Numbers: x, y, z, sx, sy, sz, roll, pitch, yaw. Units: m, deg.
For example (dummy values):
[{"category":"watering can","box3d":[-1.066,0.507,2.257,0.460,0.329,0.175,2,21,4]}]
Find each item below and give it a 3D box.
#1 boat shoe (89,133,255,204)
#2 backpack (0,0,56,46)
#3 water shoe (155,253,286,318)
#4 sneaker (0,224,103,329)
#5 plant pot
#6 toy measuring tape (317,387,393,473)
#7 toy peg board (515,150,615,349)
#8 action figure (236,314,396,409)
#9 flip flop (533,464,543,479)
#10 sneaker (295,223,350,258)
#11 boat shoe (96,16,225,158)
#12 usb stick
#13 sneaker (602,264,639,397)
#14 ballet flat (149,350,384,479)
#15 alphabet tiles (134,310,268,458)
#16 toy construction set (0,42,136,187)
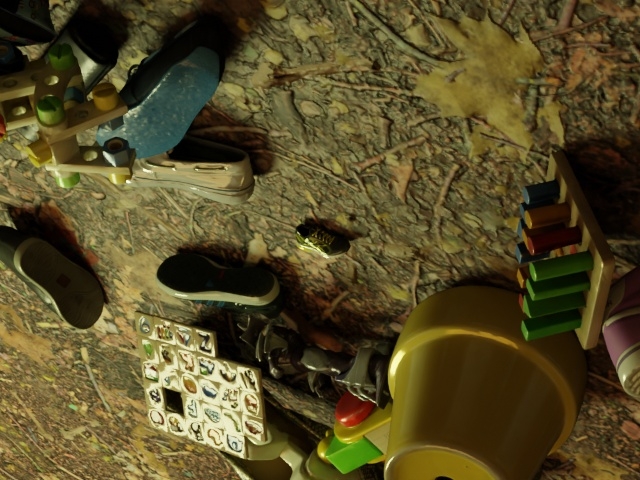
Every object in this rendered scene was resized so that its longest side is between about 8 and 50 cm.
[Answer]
[{"category":"boat shoe","box3d":[-0.191,-0.113,1.762,0.226,0.083,0.076,11,133,7]},{"category":"backpack","box3d":[-0.398,-0.299,1.629,0.158,0.117,0.173,4,170,37]},{"category":"water shoe","box3d":[-0.147,0.076,1.966,0.203,0.073,0.080,10,147,28]},{"category":"sneaker","box3d":[-0.436,0.051,2.171,0.118,0.083,0.222,27,159,41]},{"category":"plant pot","box3d":[0.189,0.226,1.713,0.254,0.239,0.254,13,133,15]},{"category":"toy measuring tape","box3d":[0.126,0.238,1.974,0.330,0.121,0.121,-32,115,29]},{"category":"toy peg board","box3d":[0.248,0.018,1.493,0.079,0.161,0.161,-12,142,-8]},{"category":"action figure","box3d":[-0.004,0.173,1.935,0.285,0.099,0.185,6,172,35]},{"category":"flip flop","box3d":[0.220,0.367,2.047,0.112,0.080,0.277,50,128,2]},{"category":"sneaker","box3d":[0.000,0.000,1.789,0.083,0.031,0.035,9,140,29]},{"category":"boat shoe","box3d":[-0.182,-0.180,1.650,0.109,0.089,0.258,28,144,-30]},{"category":"usb stick","box3d":[-0.342,-0.203,1.775,0.077,0.045,0.278,39,146,-14]},{"category":"sneaker","box3d":[0.445,0.068,1.482,0.282,0.161,0.102,-6,134,-4]},{"category":"ballet flat","box3d":[-0.078,0.324,2.100,0.483,0.164,0.182,36,-178,4]},{"category":"alphabet tiles","box3d":[-0.176,0.215,2.005,0.237,0.009,0.198,12,117,35]},{"category":"toy construction set","box3d":[-0.393,-0.137,1.591,0.327,0.215,0.151,-5,136,-20]}]
